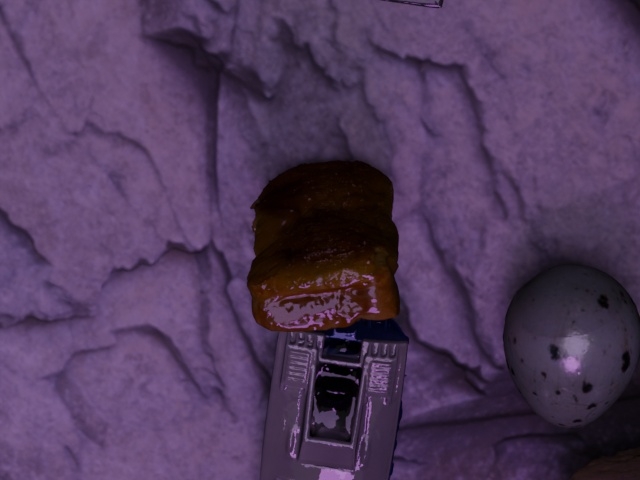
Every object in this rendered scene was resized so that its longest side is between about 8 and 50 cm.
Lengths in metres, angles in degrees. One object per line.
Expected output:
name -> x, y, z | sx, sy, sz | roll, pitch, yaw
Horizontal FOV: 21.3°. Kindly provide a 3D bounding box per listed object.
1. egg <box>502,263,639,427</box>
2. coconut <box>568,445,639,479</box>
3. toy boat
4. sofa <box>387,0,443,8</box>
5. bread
egg -> 0.232, 0.100, 1.583 | 0.131, 0.131, 0.164 | 6, 128, 1
coconut -> 0.356, 0.355, 1.553 | 0.297, 0.297, 0.309 | -9, 99, 5
toy boat -> 0.006, 0.219, 1.635 | 0.129, 0.088, 0.295 | 8, 104, 0
sofa -> 0.080, -0.286, 1.516 | 0.085, 0.060, 0.147 | 11, 105, 0
bread -> 0.000, 0.002, 1.487 | 0.139, 0.271, 0.077 | -6, 110, 5
